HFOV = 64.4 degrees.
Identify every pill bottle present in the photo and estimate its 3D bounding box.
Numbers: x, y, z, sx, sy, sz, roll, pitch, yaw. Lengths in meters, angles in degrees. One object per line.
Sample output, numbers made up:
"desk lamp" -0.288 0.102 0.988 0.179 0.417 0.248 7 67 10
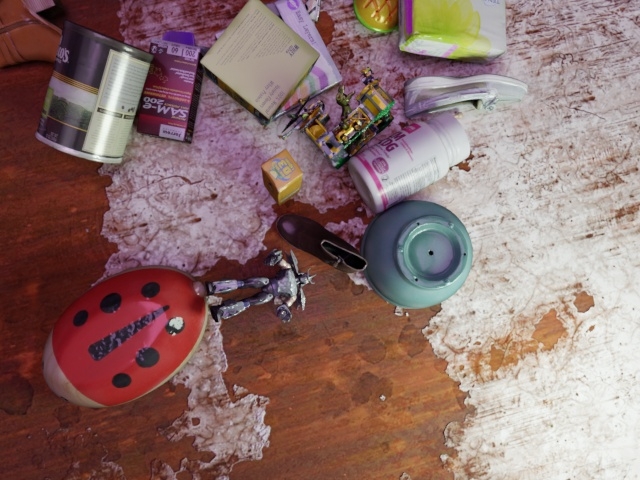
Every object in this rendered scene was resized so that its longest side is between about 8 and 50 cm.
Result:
"pill bottle" 0.226 -0.204 1.307 0.283 0.160 0.160 -29 89 -5

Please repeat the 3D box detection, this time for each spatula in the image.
"spatula" -0.276 -0.505 1.356 0.296 0.030 0.084 3 101 -6

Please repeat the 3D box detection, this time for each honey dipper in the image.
"honey dipper" 0.312 -0.328 1.385 0.160 0.030 0.031 -14 88 -7

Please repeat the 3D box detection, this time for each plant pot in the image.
"plant pot" 0.257 0.032 1.280 0.292 0.196 0.293 0 87 -4

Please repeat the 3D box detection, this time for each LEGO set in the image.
"LEGO set" 0.042 -0.318 1.244 0.255 0.331 0.192 -42 88 16

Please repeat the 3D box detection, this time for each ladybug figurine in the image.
"ladybug figurine" -0.480 0.233 1.244 0.449 0.162 0.305 -37 89 -4

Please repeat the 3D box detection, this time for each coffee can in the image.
"coffee can" -0.538 -0.349 1.217 0.201 0.201 0.276 21 103 -2

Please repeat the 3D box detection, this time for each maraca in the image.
"maraca" 0.171 -0.615 1.359 0.185 0.099 0.127 6 88 -21

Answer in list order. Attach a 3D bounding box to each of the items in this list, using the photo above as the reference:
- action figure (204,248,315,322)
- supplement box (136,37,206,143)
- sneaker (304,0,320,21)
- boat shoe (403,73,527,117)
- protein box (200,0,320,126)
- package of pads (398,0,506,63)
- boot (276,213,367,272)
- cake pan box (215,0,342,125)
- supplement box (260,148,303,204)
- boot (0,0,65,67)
"action figure" -0.139 0.124 1.282 0.284 0.099 0.186 -13 84 -22
"supplement box" -0.383 -0.381 1.310 0.130 0.073 0.240 10 95 -1
"sneaker" -0.019 -0.652 1.376 0.043 0.040 0.109 8 86 -1
"boat shoe" 0.382 -0.378 1.352 0.320 0.118 0.103 1 93 1
"protein box" -0.145 -0.423 1.228 0.201 0.136 0.200 38 89 -9
"package of pads" 0.346 -0.595 1.329 0.296 0.101 0.229 0 88 -20
"boot" 0.000 0.000 1.260 0.248 0.207 0.090 30 86 -1
"cake pan box" -0.109 -0.476 1.331 0.245 0.070 0.267 -29 99 -6
"supplement box" -0.094 -0.149 1.249 0.080 0.233 0.078 -35 90 -4
"boot" -0.736 -0.488 1.299 0.220 0.109 0.284 -24 100 3
